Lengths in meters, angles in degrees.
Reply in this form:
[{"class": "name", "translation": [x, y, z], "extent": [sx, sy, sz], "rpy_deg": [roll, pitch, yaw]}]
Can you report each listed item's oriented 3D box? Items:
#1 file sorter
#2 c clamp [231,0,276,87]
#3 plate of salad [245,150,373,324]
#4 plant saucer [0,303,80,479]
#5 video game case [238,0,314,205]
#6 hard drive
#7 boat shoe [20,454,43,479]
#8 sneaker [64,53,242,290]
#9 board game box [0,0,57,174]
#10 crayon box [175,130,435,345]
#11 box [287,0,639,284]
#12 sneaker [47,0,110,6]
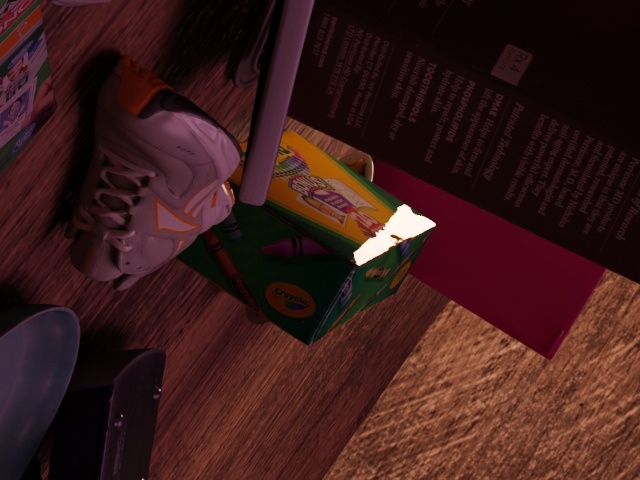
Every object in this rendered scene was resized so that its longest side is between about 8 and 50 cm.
[{"class": "file sorter", "translation": [0.216, -0.046, 2.326], "extent": [0.202, 0.290, 0.182], "rpy_deg": [-63, 171, 32]}, {"class": "c clamp", "translation": [-0.016, -0.192, 1.543], "extent": [0.161, 0.022, 0.137], "rpy_deg": [-62, 169, 25]}, {"class": "plate of salad", "translation": [-0.019, -0.008, 1.916], "extent": [0.200, 0.048, 0.200], "rpy_deg": [-46, -159, 24]}, {"class": "plant saucer", "translation": [-0.278, 0.169, 1.367], "extent": [0.318, 0.043, 0.317], "rpy_deg": [-54, 170, -14]}, {"class": "video game case", "translation": [-0.023, -0.149, 1.394], "extent": [0.173, 0.022, 0.190], "rpy_deg": [-83, -173, -51]}, {"class": "hard drive", "translation": [-0.177, 0.173, 1.619], "extent": [0.254, 0.054, 0.172], "rpy_deg": [-26, 125, -85]}, {"class": "boat shoe", "translation": [-0.250, 0.252, 1.649], "extent": [0.080, 0.076, 0.228], "rpy_deg": [-49, 167, -39]}, {"class": "sneaker", "translation": [-0.124, -0.030, 1.345], "extent": [0.121, 0.099, 0.262], "rpy_deg": [-50, 167, -13]}, {"class": "board game box", "translation": [-0.247, -0.011, 0.960], "extent": [0.317, 0.046, 0.213], "rpy_deg": [-53, 168, -22]}, {"class": "crayon box", "translation": [-0.019, -0.009, 1.687], "extent": [0.081, 0.165, 0.278], "rpy_deg": [-60, 170, 15]}, {"class": "box", "translation": [0.180, -0.120, 1.594], "extent": [0.191, 0.381, 0.143], "rpy_deg": [-59, 174, -45]}, {"class": "sneaker", "translation": [-0.079, -0.208, 1.067], "extent": [0.215, 0.083, 0.084], "rpy_deg": [-41, 170, 19]}]
